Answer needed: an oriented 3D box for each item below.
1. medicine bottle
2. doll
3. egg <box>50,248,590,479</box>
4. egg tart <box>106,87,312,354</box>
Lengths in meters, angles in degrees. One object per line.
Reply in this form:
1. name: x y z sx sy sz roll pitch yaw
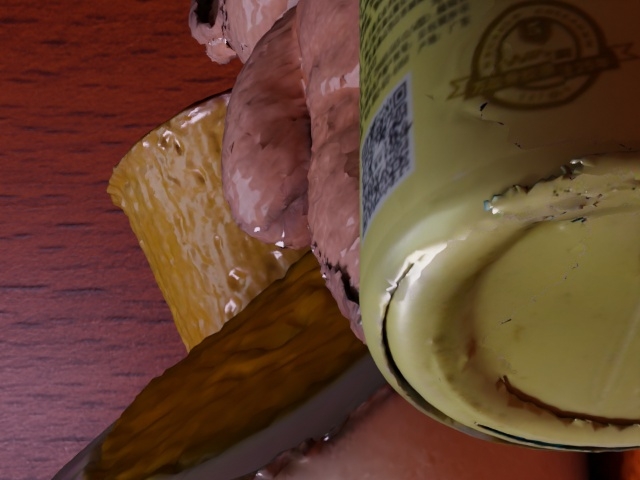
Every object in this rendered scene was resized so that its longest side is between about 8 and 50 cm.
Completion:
1. medicine bottle: 0.069 -0.067 0.470 0.124 0.124 0.239 96 176 -50
2. doll: 0.055 -0.059 0.665 0.156 0.201 0.303 42 -157 -36
3. egg: 0.005 0.119 0.726 0.174 0.264 0.286 56 -177 -12
4. egg tart: 0.000 0.000 0.954 0.215 0.215 0.171 104 152 -71
